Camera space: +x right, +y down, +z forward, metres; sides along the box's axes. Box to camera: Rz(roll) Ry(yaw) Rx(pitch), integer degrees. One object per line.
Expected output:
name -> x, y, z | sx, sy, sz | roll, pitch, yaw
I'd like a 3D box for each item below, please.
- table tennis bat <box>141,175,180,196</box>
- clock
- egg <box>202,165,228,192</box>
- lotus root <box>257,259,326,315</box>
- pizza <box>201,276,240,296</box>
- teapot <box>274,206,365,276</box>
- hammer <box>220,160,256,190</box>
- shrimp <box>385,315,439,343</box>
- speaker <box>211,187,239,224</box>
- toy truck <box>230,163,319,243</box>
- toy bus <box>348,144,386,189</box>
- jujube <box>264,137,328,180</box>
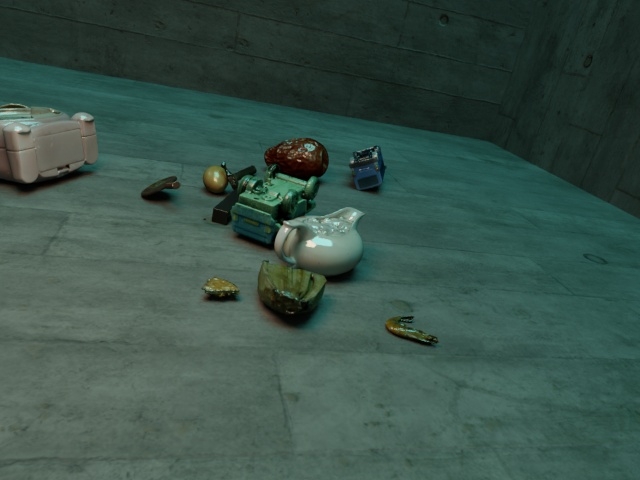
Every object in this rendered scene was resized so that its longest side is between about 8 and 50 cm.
table tennis bat -> -0.416, -0.109, 1.352 | 0.107, 0.119, 0.169 | -40, 28, -31
clock -> -0.836, -0.276, 1.313 | 0.325, 0.184, 0.342 | 13, 18, 11
egg -> -0.322, -0.186, 1.477 | 0.080, 0.080, 0.096 | 9, 28, -8
lotus root -> -0.065, 0.109, 0.969 | 0.142, 0.070, 0.144 | 17, 19, -4
pizza -> -0.210, 0.099, 0.970 | 0.083, 0.025, 0.078 | 24, 21, 40
teapot -> 0.000, 0.000, 1.155 | 0.204, 0.140, 0.298 | 29, 28, 27
hammer -> -0.255, -0.218, 1.583 | 0.026, 0.125, 0.297 | -24, 12, 10
shrimp -> 0.192, 0.180, 0.995 | 0.114, 0.023, 0.083 | 16, 21, 16
speaker -> -0.251, -0.099, 1.368 | 0.046, 0.040, 0.191 | 15, 24, 3
toy truck -> -0.118, -0.099, 1.290 | 0.154, 0.156, 0.279 | 19, 24, 15
toy bus -> 0.188, -0.287, 1.884 | 0.115, 0.134, 0.234 | -14, 18, 16
jujube -> -0.089, -0.298, 1.772 | 0.236, 0.168, 0.168 | 5, 20, 20
